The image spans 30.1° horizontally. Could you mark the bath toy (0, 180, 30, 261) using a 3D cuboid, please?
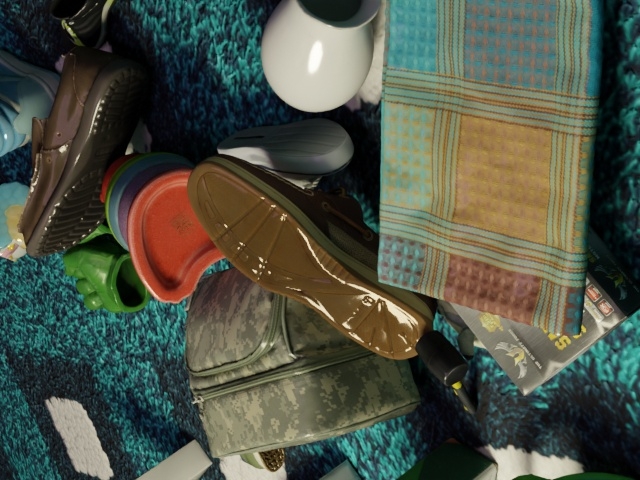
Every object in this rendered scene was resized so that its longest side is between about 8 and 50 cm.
[{"bbox_3d":[-0.541,-0.032,2.078,0.151,0.129,0.348,21,173,-10],"label":"bath toy"}]

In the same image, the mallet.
[{"bbox_3d":[0.155,0.161,1.422,0.062,0.039,0.189,51,177,26],"label":"mallet"}]

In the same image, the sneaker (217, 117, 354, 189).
[{"bbox_3d":[-0.033,-0.095,1.501,0.258,0.094,0.091,10,133,58],"label":"sneaker"}]

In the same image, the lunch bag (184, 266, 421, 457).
[{"bbox_3d":[-0.046,0.139,1.584,0.305,0.213,0.256,-23,79,54],"label":"lunch bag"}]

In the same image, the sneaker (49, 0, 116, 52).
[{"bbox_3d":[-0.353,-0.338,1.702,0.084,0.097,0.234,53,145,11],"label":"sneaker"}]

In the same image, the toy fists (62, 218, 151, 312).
[{"bbox_3d":[-0.381,-0.004,1.980,0.142,0.096,0.279,15,127,47],"label":"toy fists"}]

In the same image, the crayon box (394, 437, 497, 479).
[{"bbox_3d":[0.089,0.416,1.501,0.081,0.319,0.202,29,134,37],"label":"crayon box"}]

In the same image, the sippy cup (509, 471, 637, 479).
[{"bbox_3d":[0.309,0.418,1.335,0.240,0.305,0.224,-3,135,4],"label":"sippy cup"}]

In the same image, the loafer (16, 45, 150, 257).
[{"bbox_3d":[-0.371,-0.137,1.795,0.130,0.134,0.366,41,117,23],"label":"loafer"}]

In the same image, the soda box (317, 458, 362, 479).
[{"bbox_3d":[-0.007,0.413,1.832,0.069,0.074,0.216,54,145,9],"label":"soda box"}]

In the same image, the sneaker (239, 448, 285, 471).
[{"bbox_3d":[-0.129,0.284,1.897,0.086,0.064,0.192,-2,116,47],"label":"sneaker"}]

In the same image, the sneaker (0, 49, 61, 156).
[{"bbox_3d":[-0.568,-0.220,1.957,0.319,0.208,0.127,16,127,46],"label":"sneaker"}]

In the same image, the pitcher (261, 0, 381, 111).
[{"bbox_3d":[-0.007,-0.250,1.304,0.207,0.126,0.177,106,149,-66],"label":"pitcher"}]

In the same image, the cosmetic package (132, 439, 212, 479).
[{"bbox_3d":[-0.309,0.447,2.088,0.060,0.239,0.099,50,144,12],"label":"cosmetic package"}]

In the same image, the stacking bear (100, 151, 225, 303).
[{"bbox_3d":[-0.232,-0.050,1.682,0.164,0.175,0.289,57,168,-25],"label":"stacking bear"}]

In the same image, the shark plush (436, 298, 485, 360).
[{"bbox_3d":[0.177,0.068,1.400,0.067,0.073,0.161,-49,58,28],"label":"shark plush"}]

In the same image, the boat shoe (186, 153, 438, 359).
[{"bbox_3d":[0.000,0.000,1.414,0.342,0.123,0.123,34,132,-6],"label":"boat shoe"}]

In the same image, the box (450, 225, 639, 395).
[{"bbox_3d":[0.213,0.028,1.281,0.231,0.056,0.183,53,137,11],"label":"box"}]

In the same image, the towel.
[{"bbox_3d":[0.160,-0.108,1.198,0.271,0.040,0.370,15,110,45],"label":"towel"}]
